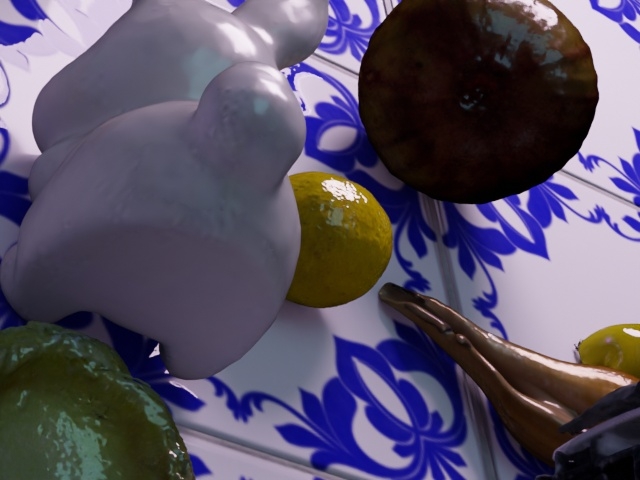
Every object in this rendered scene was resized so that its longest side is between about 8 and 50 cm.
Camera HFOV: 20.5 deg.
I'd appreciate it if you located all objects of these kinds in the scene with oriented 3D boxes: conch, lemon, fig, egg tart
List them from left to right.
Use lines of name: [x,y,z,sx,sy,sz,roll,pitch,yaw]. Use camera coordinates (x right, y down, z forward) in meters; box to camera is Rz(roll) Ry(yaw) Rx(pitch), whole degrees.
egg tart: [-0.169,0.146,1.095,0.197,0.078,0.197,26,40,-25]
lemon: [0.000,0.000,1.400,0.133,0.109,0.109,17,42,-45]
fig: [0.144,-0.161,1.670,0.217,0.217,0.321,39,15,-9]
conch: [0.188,0.136,1.487,0.330,0.093,0.109,26,51,8]

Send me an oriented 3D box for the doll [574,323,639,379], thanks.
doll: [0.348,0.075,1.592,0.135,0.221,0.143,20,44,-38]

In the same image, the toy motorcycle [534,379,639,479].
toy motorcycle: [0.244,0.202,1.259,0.188,0.327,0.143,31,45,-32]

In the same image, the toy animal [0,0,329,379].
toy animal: [-0.091,-0.096,1.285,0.196,0.241,0.367,28,37,-22]
